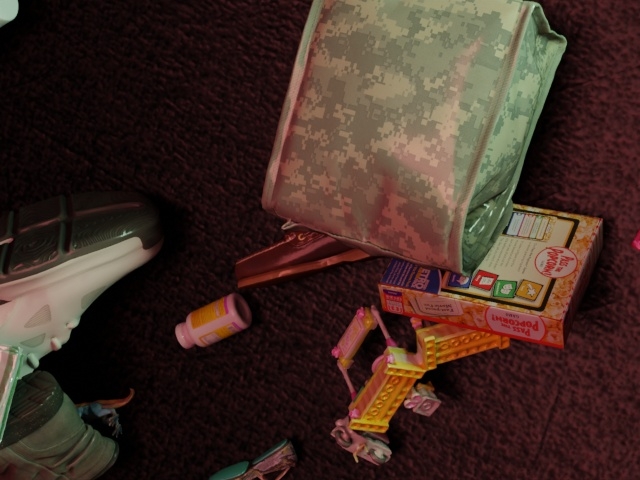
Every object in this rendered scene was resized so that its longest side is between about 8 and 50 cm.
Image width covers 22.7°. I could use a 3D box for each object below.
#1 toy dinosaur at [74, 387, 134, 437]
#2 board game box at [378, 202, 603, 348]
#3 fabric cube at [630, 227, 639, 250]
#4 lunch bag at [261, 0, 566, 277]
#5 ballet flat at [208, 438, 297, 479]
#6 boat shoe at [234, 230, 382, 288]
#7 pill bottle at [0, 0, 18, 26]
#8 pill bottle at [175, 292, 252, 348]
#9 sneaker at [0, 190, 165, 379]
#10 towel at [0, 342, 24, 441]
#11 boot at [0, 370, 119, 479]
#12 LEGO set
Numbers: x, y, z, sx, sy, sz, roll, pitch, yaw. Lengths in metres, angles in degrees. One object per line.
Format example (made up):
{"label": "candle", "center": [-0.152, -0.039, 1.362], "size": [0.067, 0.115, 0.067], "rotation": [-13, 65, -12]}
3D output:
{"label": "toy dinosaur", "center": [-0.270, 0.204, 1.884], "size": [0.082, 0.047, 0.090], "rotation": [25, 69, 28]}
{"label": "board game box", "center": [0.176, 0.025, 1.628], "size": [0.193, 0.146, 0.045], "rotation": [12, 140, 22]}
{"label": "fabric cube", "center": [0.468, -0.058, 1.438], "size": [0.254, 0.259, 0.258], "rotation": [30, 104, 17]}
{"label": "lunch bag", "center": [0.090, -0.118, 1.626], "size": [0.235, 0.169, 0.287], "rotation": [18, 87, 23]}
{"label": "ballet flat", "center": [-0.073, 0.263, 1.796], "size": [0.114, 0.041, 0.041], "rotation": [-28, 82, 22]}
{"label": "boat shoe", "center": [0.000, 0.000, 1.737], "size": [0.207, 0.073, 0.073], "rotation": [-16, 85, 15]}
{"label": "pill bottle", "center": [-0.470, -0.254, 1.887], "size": [0.216, 0.121, 0.121], "rotation": [-24, 83, 22]}
{"label": "pill bottle", "center": [-0.122, 0.093, 1.803], "size": [0.083, 0.043, 0.043], "rotation": [-25, 83, 21]}
{"label": "sneaker", "center": [-0.353, 0.123, 1.868], "size": [0.448, 0.169, 0.257], "rotation": [-23, 116, 5]}
{"label": "towel", "center": [-0.408, 0.154, 1.729], "size": [0.152, 0.023, 0.113], "rotation": [13, 80, 4]}
{"label": "boot", "center": [-0.361, 0.264, 1.805], "size": [0.246, 0.161, 0.083], "rotation": [-28, 39, 2]}
{"label": "LEGO set", "center": [0.110, 0.107, 1.682], "size": [0.287, 0.132, 0.107], "rotation": [-41, 43, 15]}
